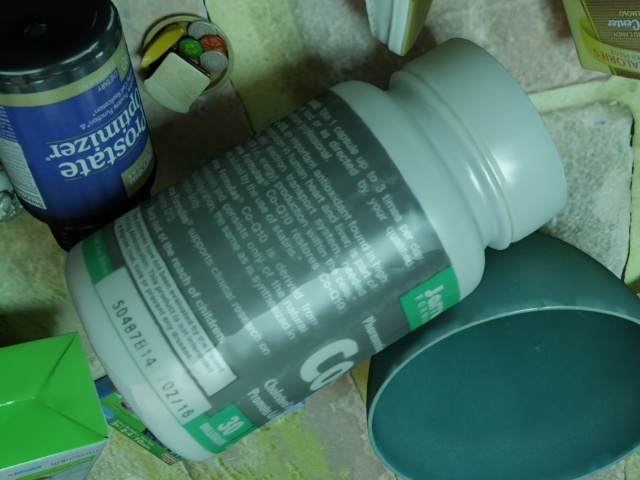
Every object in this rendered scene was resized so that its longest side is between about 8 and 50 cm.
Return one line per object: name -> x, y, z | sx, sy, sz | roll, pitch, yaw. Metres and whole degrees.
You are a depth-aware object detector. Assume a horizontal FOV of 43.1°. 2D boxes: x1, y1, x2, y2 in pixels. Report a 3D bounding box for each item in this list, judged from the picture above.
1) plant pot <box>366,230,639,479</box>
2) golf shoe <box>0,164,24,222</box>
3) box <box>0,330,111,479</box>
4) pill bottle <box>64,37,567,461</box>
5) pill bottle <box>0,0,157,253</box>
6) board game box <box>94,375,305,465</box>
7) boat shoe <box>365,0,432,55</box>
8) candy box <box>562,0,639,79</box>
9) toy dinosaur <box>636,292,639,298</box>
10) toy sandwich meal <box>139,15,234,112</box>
plant pot -> 0.182, 0.096, 0.818 | 0.291, 0.195, 0.290 | -2, 132, -2
golf shoe -> -0.350, -0.024, 0.769 | 0.176, 0.069, 0.086 | -37, 100, 26
box -> -0.375, 0.219, 0.830 | 0.262, 0.126, 0.231 | -11, 157, -29
pill bottle -> 0.000, 0.000, 0.659 | 0.361, 0.204, 0.204 | -32, 130, -3
pill bottle -> -0.203, -0.088, 0.662 | 0.123, 0.122, 0.219 | -5, 140, -1
board game box -> -0.150, 0.188, 0.979 | 0.212, 0.039, 0.160 | -28, 128, 18
boat shoe -> 0.039, -0.260, 0.563 | 0.096, 0.098, 0.277 | 13, 138, 15
candy box -> 0.229, -0.242, 0.519 | 0.087, 0.183, 0.316 | -44, 130, -14
toy dinosaur -> 0.362, 0.079, 0.915 | 0.093, 0.053, 0.183 | 24, 126, -22
toy sandwich meal -> -0.114, -0.149, 0.683 | 0.086, 0.029, 0.085 | -2, 132, -3
